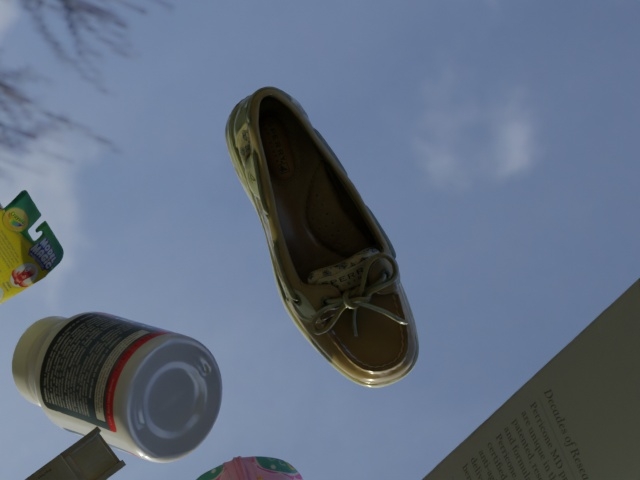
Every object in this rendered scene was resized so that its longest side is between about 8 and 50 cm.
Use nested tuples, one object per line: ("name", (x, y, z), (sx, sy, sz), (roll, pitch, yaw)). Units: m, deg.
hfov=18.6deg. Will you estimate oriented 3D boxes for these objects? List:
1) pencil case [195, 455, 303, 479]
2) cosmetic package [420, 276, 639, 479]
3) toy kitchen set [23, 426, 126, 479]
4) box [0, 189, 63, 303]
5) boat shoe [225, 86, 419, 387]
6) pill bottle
("pencil case", (-0.046, 0.287, 1.653), (0.124, 0.124, 0.284), (-59, -163, 13))
("cosmetic package", (0.282, 0.164, 1.527), (0.453, 0.230, 0.161), (-47, -129, 37))
("toy kitchen set", (-0.166, 0.179, 1.324), (0.083, 0.068, 0.075), (-36, 178, -12))
("box", (-0.312, 0.024, 1.644), (0.179, 0.105, 0.043), (-29, -129, -5))
("boat shoe", (0.000, 0.000, 1.699), (0.105, 0.285, 0.089), (-30, -179, -8))
("pill bottle", (-0.178, 0.117, 1.646), (0.180, 0.108, 0.108), (12, -96, 46))
